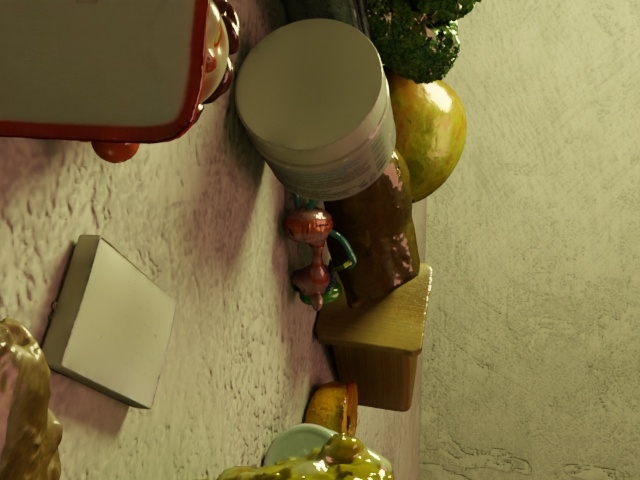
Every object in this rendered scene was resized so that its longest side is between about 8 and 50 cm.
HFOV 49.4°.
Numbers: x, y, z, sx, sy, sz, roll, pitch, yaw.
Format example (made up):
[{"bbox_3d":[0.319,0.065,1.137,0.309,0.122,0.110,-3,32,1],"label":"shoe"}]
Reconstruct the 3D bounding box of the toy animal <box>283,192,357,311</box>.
[{"bbox_3d":[0.000,0.000,1.029,0.100,0.103,0.208,-71,156,-70],"label":"toy animal"}]

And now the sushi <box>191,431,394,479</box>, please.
[{"bbox_3d":[-0.020,0.361,0.615,0.396,0.240,0.352,87,-8,-66],"label":"sushi"}]

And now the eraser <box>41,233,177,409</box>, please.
[{"bbox_3d":[-0.166,0.071,0.570,0.150,0.023,0.104,64,33,-62],"label":"eraser"}]

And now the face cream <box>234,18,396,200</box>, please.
[{"bbox_3d":[-0.001,-0.153,0.851,0.153,0.177,0.177,58,38,-68],"label":"face cream"}]

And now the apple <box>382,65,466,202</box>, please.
[{"bbox_3d":[0.129,-0.178,1.224,0.246,0.246,0.226,50,53,-68],"label":"apple"}]

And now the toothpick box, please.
[{"bbox_3d":[0.110,0.193,1.346,0.308,0.190,0.188,81,18,-52],"label":"toothpick box"}]

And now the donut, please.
[{"bbox_3d":[0.019,0.328,1.214,0.190,0.074,0.174,-59,147,-68],"label":"donut"}]

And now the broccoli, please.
[{"bbox_3d":[0.119,-0.420,1.044,0.310,0.321,0.413,-57,163,-1],"label":"broccoli"}]

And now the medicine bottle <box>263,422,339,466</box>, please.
[{"bbox_3d":[-0.003,0.344,1.019,0.168,0.135,0.135,56,39,-61],"label":"medicine bottle"}]

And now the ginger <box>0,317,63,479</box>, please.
[{"bbox_3d":[-0.202,0.164,0.363,0.166,0.080,0.333,-3,102,-60],"label":"ginger"}]

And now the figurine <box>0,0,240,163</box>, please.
[{"bbox_3d":[-0.123,-0.140,0.490,0.226,0.160,0.184,23,72,-82],"label":"figurine"}]

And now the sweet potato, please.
[{"bbox_3d":[0.078,-0.041,1.096,0.158,0.157,0.370,-66,149,-53],"label":"sweet potato"}]

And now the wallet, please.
[{"bbox_3d":[0.003,-0.303,0.906,0.036,0.167,0.222,-41,147,-14],"label":"wallet"}]
